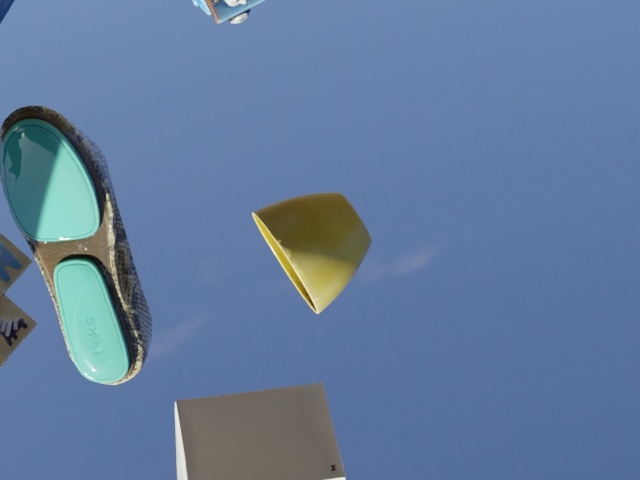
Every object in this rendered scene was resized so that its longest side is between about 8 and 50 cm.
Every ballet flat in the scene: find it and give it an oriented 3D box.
[{"bbox_3d":[-0.355,-0.015,2.415,0.164,0.483,0.182,-5,-149,16],"label":"ballet flat"}]

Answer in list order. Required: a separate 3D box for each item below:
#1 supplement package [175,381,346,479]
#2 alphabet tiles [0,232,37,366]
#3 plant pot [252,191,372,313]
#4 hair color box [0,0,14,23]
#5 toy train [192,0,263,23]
[{"bbox_3d":[-0.080,0.306,2.031,0.194,0.203,0.149,-6,-132,-9],"label":"supplement package"},{"bbox_3d":[-0.538,0.057,2.014,0.285,0.342,0.011,-49,-172,-11],"label":"alphabet tiles"},{"bbox_3d":[0.000,0.000,1.794,0.095,0.134,0.134,-33,-152,-5],"label":"plant pot"},{"bbox_3d":[-0.449,-0.355,1.643,0.173,0.347,0.105,12,-120,21],"label":"hair color box"},{"bbox_3d":[-0.124,-0.323,1.746,0.080,0.184,0.105,-28,-177,-11],"label":"toy train"}]
